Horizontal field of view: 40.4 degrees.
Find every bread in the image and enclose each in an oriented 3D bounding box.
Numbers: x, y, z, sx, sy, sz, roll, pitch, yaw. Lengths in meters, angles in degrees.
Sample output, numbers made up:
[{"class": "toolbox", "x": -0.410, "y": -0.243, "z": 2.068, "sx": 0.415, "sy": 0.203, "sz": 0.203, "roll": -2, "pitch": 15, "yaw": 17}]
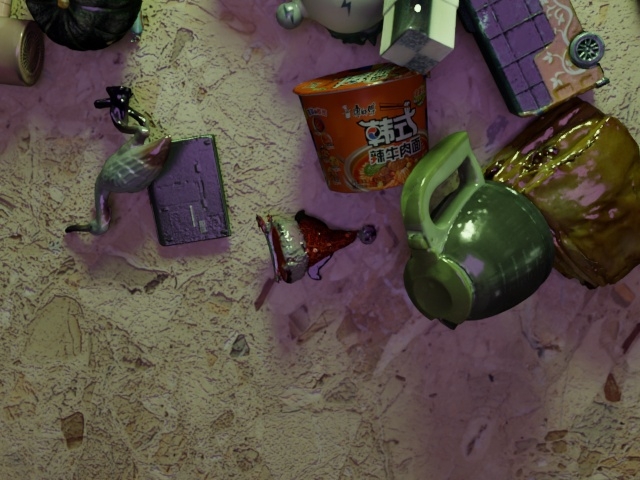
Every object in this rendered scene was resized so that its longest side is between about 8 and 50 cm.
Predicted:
[{"class": "bread", "x": 0.492, "y": -0.083, "z": 1.609, "sx": 0.277, "sy": 0.167, "sz": 0.324, "roll": -42, "pitch": 94, "yaw": 8}]

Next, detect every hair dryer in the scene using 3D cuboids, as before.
[{"class": "hair dryer", "x": -0.629, "y": -0.475, "z": 1.636, "sx": 0.210, "sy": 0.125, "sz": 0.353, "roll": 7, "pitch": 90, "yaw": 3}]

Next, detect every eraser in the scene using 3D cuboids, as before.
[{"class": "eraser", "x": 0.178, "y": -0.480, "z": 1.480, "sx": 0.098, "sy": 0.096, "sz": 0.404, "roll": 19, "pitch": 63, "yaw": -22}]

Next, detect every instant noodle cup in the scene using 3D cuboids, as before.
[{"class": "instant noodle cup", "x": 0.091, "y": -0.206, "z": 1.581, "sx": 0.250, "sy": 0.250, "sz": 0.192, "roll": -11, "pitch": 108, "yaw": 4}]

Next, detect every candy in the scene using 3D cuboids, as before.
[{"class": "candy", "x": -0.350, "y": -0.422, "z": 1.665, "sx": 0.030, "sy": 0.020, "sz": 0.083, "roll": 0, "pitch": 101, "yaw": 6}]

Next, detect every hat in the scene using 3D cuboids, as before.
[{"class": "hat", "x": -0.001, "y": -0.002, "z": 1.692, "sx": 0.227, "sy": 0.129, "sz": 0.140, "roll": -13, "pitch": 76, "yaw": -13}]

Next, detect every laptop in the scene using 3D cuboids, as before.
[{"class": "laptop", "x": -0.266, "y": -0.097, "z": 1.713, "sx": 0.153, "sy": 0.026, "sz": 0.207, "roll": -8, "pitch": 99, "yaw": 4}]

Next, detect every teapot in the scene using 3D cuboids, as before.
[{"class": "teapot", "x": 0.267, "y": 0.008, "z": 1.540, "sx": 0.239, "sy": 0.239, "sz": 0.322, "roll": 28, "pitch": 135, "yaw": 29}]

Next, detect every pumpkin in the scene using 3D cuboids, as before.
[{"class": "pumpkin", "x": -0.433, "y": -0.453, "z": 1.579, "sx": 0.220, "sy": 0.162, "sz": 0.221, "roll": 6, "pitch": 121, "yaw": 10}]

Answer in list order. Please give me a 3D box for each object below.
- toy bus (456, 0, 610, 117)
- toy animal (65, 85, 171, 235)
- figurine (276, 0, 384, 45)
[{"class": "toy bus", "x": 0.367, "y": -0.395, "z": 1.568, "sx": 0.194, "sy": 0.162, "sz": 0.323, "roll": -27, "pitch": 99, "yaw": 9}, {"class": "toy animal", "x": -0.380, "y": -0.132, "z": 1.674, "sx": 0.195, "sy": 0.090, "sz": 0.324, "roll": 25, "pitch": 107, "yaw": 29}, {"class": "figurine", "x": -0.011, "y": -0.507, "z": 1.558, "sx": 0.382, "sy": 0.186, "sz": 0.261, "roll": 37, "pitch": 105, "yaw": -8}]
